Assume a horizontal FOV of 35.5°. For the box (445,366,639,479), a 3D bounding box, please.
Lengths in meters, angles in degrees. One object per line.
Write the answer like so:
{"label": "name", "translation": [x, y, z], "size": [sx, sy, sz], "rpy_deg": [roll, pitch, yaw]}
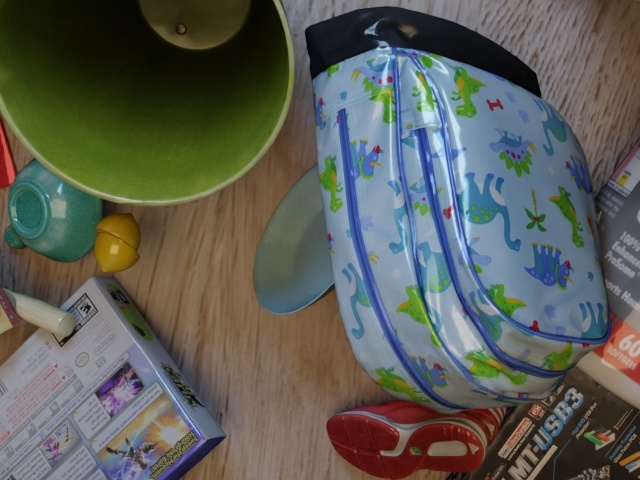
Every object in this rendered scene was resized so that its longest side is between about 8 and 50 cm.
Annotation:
{"label": "box", "translation": [0.312, 0.306, 1.158], "size": [0.293, 0.073, 0.296], "rpy_deg": [33, 102, 2]}

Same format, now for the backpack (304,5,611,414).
{"label": "backpack", "translation": [0.131, -0.016, 0.949], "size": [0.273, 0.290, 0.356], "rpy_deg": [-2, 76, 44]}

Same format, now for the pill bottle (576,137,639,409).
{"label": "pill bottle", "translation": [0.390, -0.015, 1.024], "size": [0.210, 0.210, 0.363], "rpy_deg": [34, 102, 1]}

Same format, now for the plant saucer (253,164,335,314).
{"label": "plant saucer", "translation": [0.000, 0.000, 1.108], "size": [0.037, 0.195, 0.195], "rpy_deg": [30, 104, -30]}

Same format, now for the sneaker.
{"label": "sneaker", "translation": [0.121, 0.210, 1.169], "size": [0.221, 0.128, 0.087], "rpy_deg": [-2, 113, 40]}

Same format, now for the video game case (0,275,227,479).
{"label": "video game case", "translation": [-0.282, 0.222, 1.190], "size": [0.269, 0.061, 0.244], "rpy_deg": [-43, 71, 12]}

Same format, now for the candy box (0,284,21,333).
{"label": "candy box", "translation": [-0.450, 0.085, 1.194], "size": [0.186, 0.053, 0.109], "rpy_deg": [-24, 96, 35]}

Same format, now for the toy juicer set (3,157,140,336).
{"label": "toy juicer set", "translation": [-0.286, -0.016, 1.160], "size": [0.209, 0.089, 0.329], "rpy_deg": [39, 115, 21]}

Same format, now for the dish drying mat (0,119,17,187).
{"label": "dish drying mat", "translation": [-0.391, -0.106, 1.213], "size": [0.032, 0.008, 0.083], "rpy_deg": [-14, 96, 9]}

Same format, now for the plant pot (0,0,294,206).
{"label": "plant pot", "translation": [-0.153, -0.217, 1.005], "size": [0.274, 0.293, 0.275], "rpy_deg": [1, 116, 2]}
